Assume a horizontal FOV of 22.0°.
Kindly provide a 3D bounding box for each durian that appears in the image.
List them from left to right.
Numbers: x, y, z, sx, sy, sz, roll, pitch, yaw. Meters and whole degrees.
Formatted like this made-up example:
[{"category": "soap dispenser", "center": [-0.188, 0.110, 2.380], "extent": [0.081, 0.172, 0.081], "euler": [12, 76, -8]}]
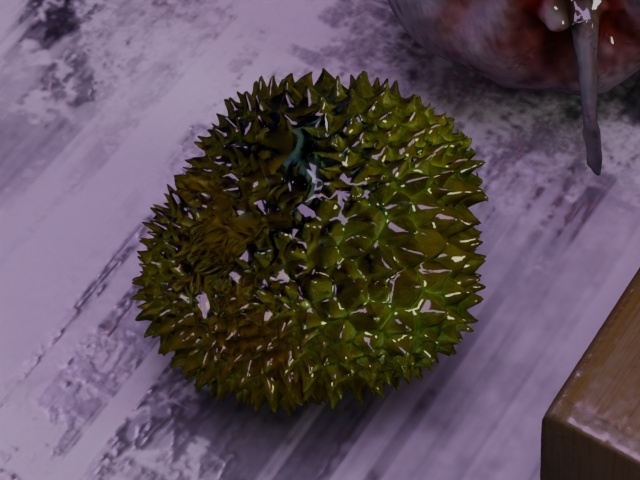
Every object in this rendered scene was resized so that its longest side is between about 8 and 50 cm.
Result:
[{"category": "durian", "center": [0.001, -0.001, 1.225], "extent": [0.291, 0.225, 0.291], "euler": [-3, 60, 5]}]

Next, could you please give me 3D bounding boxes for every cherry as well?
[{"category": "cherry", "center": [0.195, -0.279, 1.392], "extent": [0.326, 0.291, 0.335], "euler": [-31, 39, -6]}]

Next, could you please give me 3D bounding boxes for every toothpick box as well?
[{"category": "toothpick box", "center": [0.297, 0.072, 1.186], "extent": [0.190, 0.187, 0.308], "euler": [29, 65, 21]}]
